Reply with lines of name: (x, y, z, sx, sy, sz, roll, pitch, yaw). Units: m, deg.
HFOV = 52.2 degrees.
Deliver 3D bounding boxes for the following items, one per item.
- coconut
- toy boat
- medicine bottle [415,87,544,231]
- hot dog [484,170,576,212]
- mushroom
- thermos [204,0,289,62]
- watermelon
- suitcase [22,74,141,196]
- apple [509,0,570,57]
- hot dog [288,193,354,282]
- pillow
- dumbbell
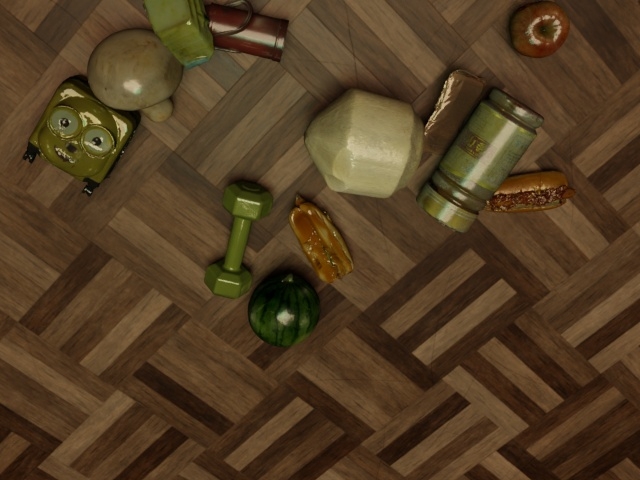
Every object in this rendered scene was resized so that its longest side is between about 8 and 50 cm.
coconut: (0.093, -0.220, 1.485, 0.266, 0.237, 0.237, 13, 114, -13)
toy boat: (-0.309, -0.502, 1.358, 0.111, 0.084, 0.276, -17, 92, 20)
medicine bottle: (0.377, -0.190, 1.552, 0.151, 0.151, 0.322, 27, 111, -14)
hot dog: (0.518, -0.118, 1.634, 0.249, 0.076, 0.102, -5, 112, 1)
mushroom: (-0.402, -0.367, 1.437, 0.206, 0.209, 0.206, 0, 85, -4)
thermos: (-0.192, -0.461, 1.438, 0.232, 0.099, 0.124, 11, 150, -6)
watermelon: (-0.092, 0.168, 1.680, 0.188, 0.188, 0.214, 6, 112, -5)
suitcase: (-0.543, -0.242, 1.494, 0.194, 0.143, 0.235, 32, 109, -16)
apple: (0.487, -0.469, 1.455, 0.126, 0.102, 0.126, 0, 110, 1)
hot dog: (0.000, 0.000, 1.671, 0.109, 0.072, 0.269, -25, 115, 7)
pillow: (0.307, -0.297, 1.538, 0.135, 0.034, 0.211, 4, 121, -44)
dumbbell: (-0.207, 0.000, 1.640, 0.108, 0.121, 0.302, 24, 114, 17)
